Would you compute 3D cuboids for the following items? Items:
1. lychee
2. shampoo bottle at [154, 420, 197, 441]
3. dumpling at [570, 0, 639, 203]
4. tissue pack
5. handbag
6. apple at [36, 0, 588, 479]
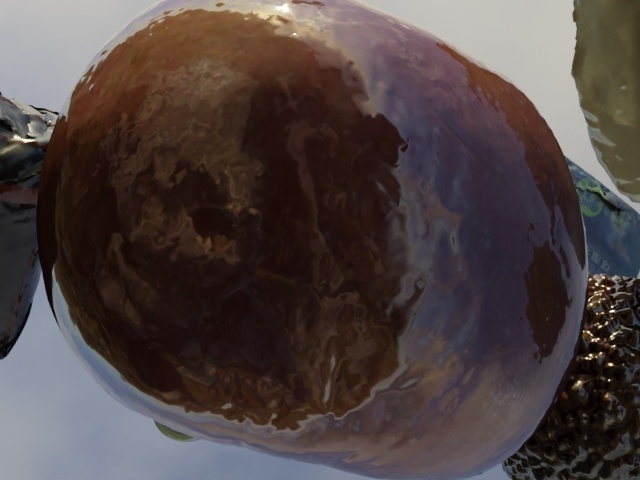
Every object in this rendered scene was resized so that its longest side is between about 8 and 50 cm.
[{"bbox_3d":[0.207,0.111,0.907,0.188,0.188,0.188,-9,-103,42],"label":"lychee"},{"bbox_3d":[-0.106,0.151,1.191,0.072,0.212,0.049,15,-85,8],"label":"shampoo bottle"},{"bbox_3d":[0.335,-0.166,0.871,0.233,0.315,0.395,-108,-141,-58],"label":"dumpling"},{"bbox_3d":[0.267,0.033,1.390,0.073,0.173,0.235,-30,-154,57],"label":"tissue pack"},{"bbox_3d":[-0.272,-0.038,0.814,0.169,0.215,0.155,-61,-158,17],"label":"handbag"},{"bbox_3d":[0.000,0.000,0.669,0.305,0.305,0.235,6,-102,44],"label":"apple"}]
